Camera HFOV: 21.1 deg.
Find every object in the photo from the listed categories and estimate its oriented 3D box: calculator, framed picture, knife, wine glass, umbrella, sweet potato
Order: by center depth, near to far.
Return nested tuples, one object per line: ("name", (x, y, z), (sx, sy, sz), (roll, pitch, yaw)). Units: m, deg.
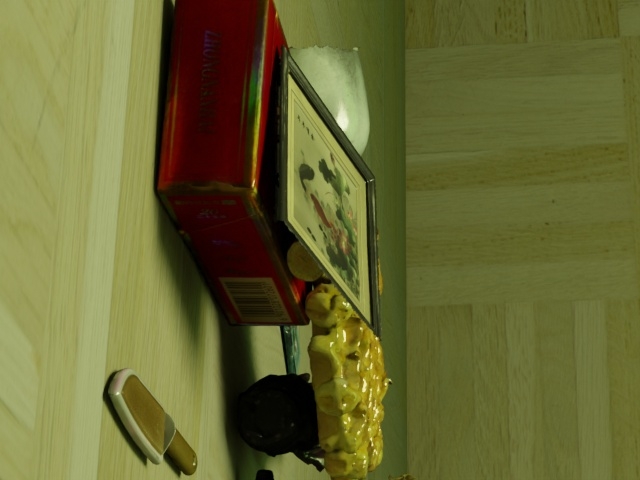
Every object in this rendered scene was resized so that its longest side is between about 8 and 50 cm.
("knife", (-0.122, 0.146, 1.305), (0.256, 0.022, 0.046), (70, 23, -66))
("framed picture", (0.007, -0.039, 1.477), (0.195, 0.010, 0.199), (53, 28, -45))
("sweet potato", (0.000, 0.000, 1.520), (0.117, 0.049, 0.049), (-56, 143, -69))
("umbrella", (-0.024, 0.182, 1.776), (0.326, 0.094, 0.090), (36, 76, -79))
("wine glass", (-0.006, -0.090, 1.891), (0.126, 0.126, 0.241), (13, 77, -82))
("calculator", (-0.038, 0.079, 1.998), (0.057, 0.018, 0.172), (-78, 165, -57))

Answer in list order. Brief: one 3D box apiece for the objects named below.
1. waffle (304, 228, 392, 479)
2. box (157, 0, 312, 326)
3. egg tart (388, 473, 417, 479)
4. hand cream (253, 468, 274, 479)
("waffle", (0.031, 0.111, 1.688), (0.249, 0.056, 0.253), (-75, 159, -56))
("box", (-0.067, -0.068, 1.539), (0.313, 0.089, 0.197), (72, 21, -65))
("egg tart", (0.106, 0.511, 2.361), (0.339, 0.153, 0.352), (-98, -173, -76))
("hand cream", (-0.064, 0.341, 1.638), (0.075, 0.052, 0.248), (30, 61, -54))
